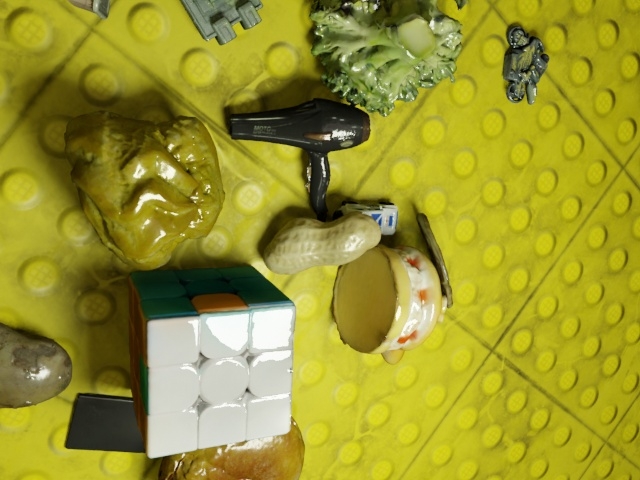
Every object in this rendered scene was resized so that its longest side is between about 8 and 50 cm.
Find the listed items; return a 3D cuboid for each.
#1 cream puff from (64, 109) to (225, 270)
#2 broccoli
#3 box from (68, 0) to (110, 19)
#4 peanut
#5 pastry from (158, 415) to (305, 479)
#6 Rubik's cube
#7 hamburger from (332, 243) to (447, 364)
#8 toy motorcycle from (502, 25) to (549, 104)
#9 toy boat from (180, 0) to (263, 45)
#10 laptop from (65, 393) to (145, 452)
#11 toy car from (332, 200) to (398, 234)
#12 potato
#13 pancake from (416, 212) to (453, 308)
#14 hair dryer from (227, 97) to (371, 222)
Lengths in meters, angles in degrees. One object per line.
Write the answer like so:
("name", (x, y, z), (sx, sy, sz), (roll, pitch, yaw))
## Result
("cream puff", (-0.317, -0.109, 1.153), (0.270, 0.274, 0.323), (-22, 115, -7))
("broccoli", (0.155, -0.443, 1.294), (0.324, 0.272, 0.334), (-40, 120, -31))
("box", (-0.418, -0.459, 1.102), (0.062, 0.122, 0.089), (11, 100, -14))
("peanut", (0.000, 0.000, 1.371), (0.275, 0.111, 0.125), (-13, 95, 6))
("pastry", (-0.200, 0.530, 1.430), (0.356, 0.164, 0.355), (-7, 105, -25))
("Rubik's cube", (-0.236, 0.229, 1.261), (0.291, 0.292, 0.291), (-2, 105, -24))
("hamburger", (0.167, 0.157, 1.441), (0.186, 0.261, 0.302), (8, 104, -29))
("toy motorcycle", (0.526, -0.443, 1.544), (0.124, 0.061, 0.193), (-3, 97, -16))
("toy boat", (-0.238, -0.543, 1.170), (0.141, 0.092, 0.319), (-37, 114, -13))
("laptop", (-0.458, 0.414, 1.370), (0.197, 0.016, 0.135), (14, 99, -24))
("toy car", (0.110, -0.051, 1.461), (0.171, 0.070, 0.080), (0, 104, -24))
("potato", (-0.622, 0.247, 1.180), (0.262, 0.165, 0.164), (24, 93, -23))
("pancake", (0.281, 0.047, 1.480), (0.031, 0.250, 0.250), (-18, 112, 9))
("hair dryer", (-0.042, -0.139, 1.360), (0.304, 0.120, 0.359), (-5, 121, -4))
